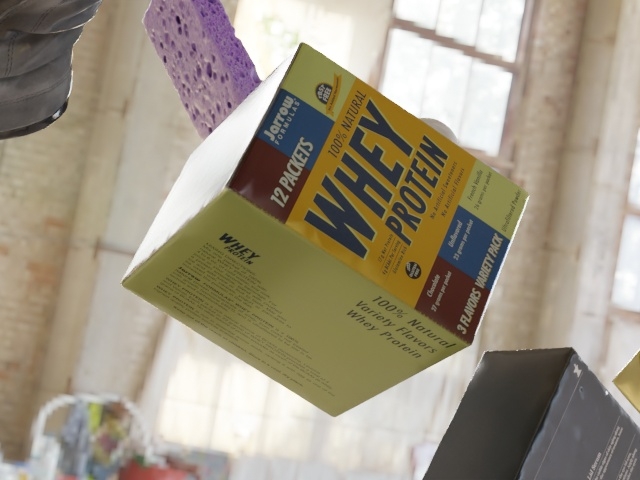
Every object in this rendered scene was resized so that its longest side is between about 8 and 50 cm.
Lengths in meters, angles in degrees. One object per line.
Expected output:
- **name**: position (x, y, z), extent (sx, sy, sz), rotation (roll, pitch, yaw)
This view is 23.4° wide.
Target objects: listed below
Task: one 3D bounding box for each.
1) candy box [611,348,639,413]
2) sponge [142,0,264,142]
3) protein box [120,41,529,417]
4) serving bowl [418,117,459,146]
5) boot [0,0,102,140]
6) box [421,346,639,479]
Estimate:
- **candy box**: position (0.361, 0.138, 1.012), extent (0.087, 0.183, 0.316), rotation (20, 24, -47)
- **sponge**: position (-0.090, -0.136, 1.377), extent (0.031, 0.210, 0.117), rotation (-23, -11, -26)
- **protein box**: position (0.000, 0.000, 1.112), extent (0.200, 0.136, 0.201), rotation (33, -32, -13)
- **serving bowl**: position (0.124, -0.106, 1.821), extent (0.083, 0.083, 0.027), rotation (11, -3, 0)
- **boot**: position (-0.123, -0.161, 0.858), extent (0.338, 0.118, 0.222), rotation (-5, -41, -33)
- **box**: position (0.161, 0.241, 1.208), extent (0.103, 0.261, 0.184), rotation (-5, -45, 46)
